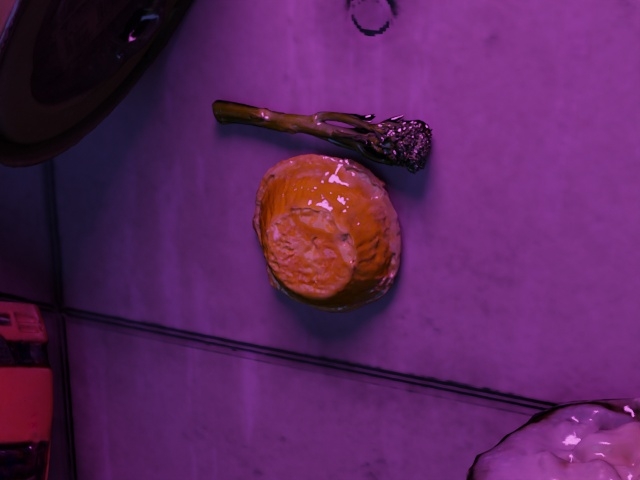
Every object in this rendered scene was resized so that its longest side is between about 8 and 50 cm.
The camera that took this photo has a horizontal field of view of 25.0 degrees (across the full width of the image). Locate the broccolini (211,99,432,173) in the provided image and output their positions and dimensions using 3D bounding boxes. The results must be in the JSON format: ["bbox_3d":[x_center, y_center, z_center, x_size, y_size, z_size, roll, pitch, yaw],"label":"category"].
[{"bbox_3d":[-0.003,-0.063,0.831,0.139,0.035,0.030,12,111,22],"label":"broccolini"}]

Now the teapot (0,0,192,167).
[{"bbox_3d":[-0.240,-0.222,0.759,0.337,0.200,0.270,34,162,10],"label":"teapot"}]

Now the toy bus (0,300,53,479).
[{"bbox_3d":[-0.384,0.159,0.959,0.426,0.203,0.233,-15,79,29],"label":"toy bus"}]

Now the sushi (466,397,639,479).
[{"bbox_3d":[0.231,0.203,0.739,0.350,0.211,0.171,7,118,28],"label":"sushi"}]

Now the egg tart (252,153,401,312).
[{"bbox_3d":[0.000,0.000,0.854,0.105,0.039,0.105,9,114,19],"label":"egg tart"}]
